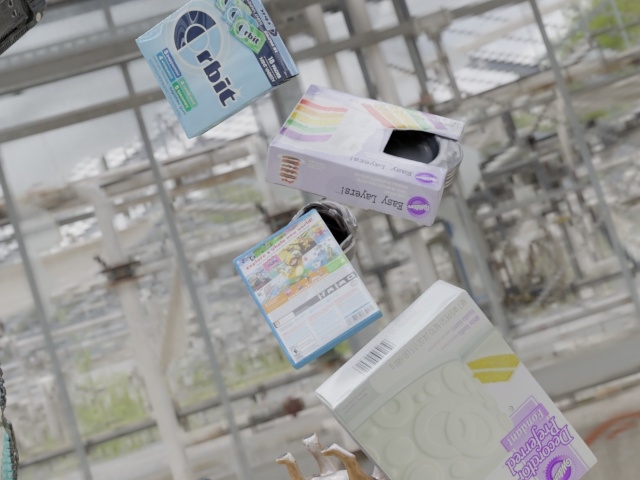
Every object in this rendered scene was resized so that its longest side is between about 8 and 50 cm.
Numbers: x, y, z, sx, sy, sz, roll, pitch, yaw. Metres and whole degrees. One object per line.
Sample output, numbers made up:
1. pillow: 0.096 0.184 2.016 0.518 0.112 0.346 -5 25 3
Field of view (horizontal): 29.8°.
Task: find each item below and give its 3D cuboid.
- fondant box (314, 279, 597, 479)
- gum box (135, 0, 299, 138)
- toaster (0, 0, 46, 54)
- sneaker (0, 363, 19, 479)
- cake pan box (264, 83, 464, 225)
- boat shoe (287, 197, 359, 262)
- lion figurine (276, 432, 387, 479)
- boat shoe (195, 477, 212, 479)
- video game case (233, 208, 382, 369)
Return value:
1. fondant box: 0.188 0.255 1.642 0.238 0.330 0.096 -42 17 -8
2. gum box: -0.141 -0.248 1.624 0.184 0.157 0.041 -28 0 32
3. toaster: -0.580 -0.386 2.003 0.227 0.146 0.129 -53 -28 -31
4. sneaker: -0.578 0.278 1.973 0.122 0.282 0.110 -9 8 -10
5. cake pan box: 0.075 -0.131 1.785 0.267 0.070 0.245 16 34 8
6. boat shoe: 0.000 0.000 1.879 0.095 0.112 0.335 -67 -4 32
7. lion figurine: 0.061 0.496 2.386 0.142 0.240 0.392 -33 5 -32
8. boat shoe: -0.136 0.273 1.255 0.049 0.042 0.133 -10 7 14
9. video game case: -0.017 0.055 1.411 0.119 0.166 0.015 -33 -31 1
